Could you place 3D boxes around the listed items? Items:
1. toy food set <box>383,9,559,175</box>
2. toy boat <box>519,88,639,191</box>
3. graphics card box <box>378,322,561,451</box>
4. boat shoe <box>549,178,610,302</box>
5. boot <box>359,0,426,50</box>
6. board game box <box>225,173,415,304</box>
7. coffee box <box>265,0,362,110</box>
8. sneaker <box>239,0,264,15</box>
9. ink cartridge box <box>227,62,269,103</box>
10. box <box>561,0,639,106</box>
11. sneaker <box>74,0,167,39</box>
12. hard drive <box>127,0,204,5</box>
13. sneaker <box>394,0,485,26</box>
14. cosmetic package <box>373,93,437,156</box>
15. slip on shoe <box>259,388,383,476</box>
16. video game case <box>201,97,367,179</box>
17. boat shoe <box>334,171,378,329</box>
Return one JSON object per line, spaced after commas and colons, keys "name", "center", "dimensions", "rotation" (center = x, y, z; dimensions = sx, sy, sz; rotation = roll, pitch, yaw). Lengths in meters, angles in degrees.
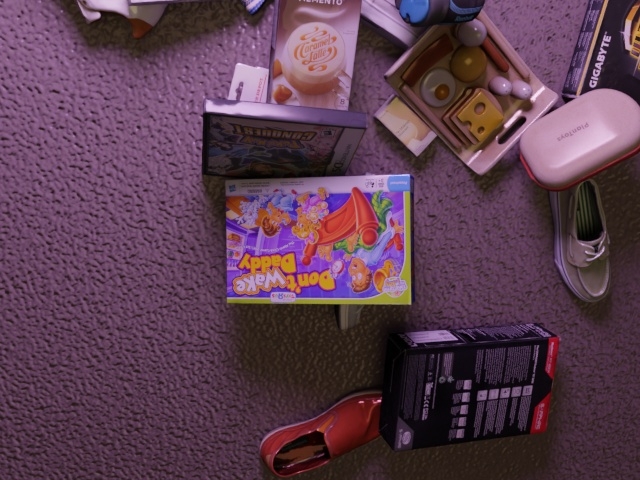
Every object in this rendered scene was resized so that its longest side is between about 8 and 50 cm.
{"name": "toy food set", "center": [0.289, -0.291, 1.368], "dimensions": [0.220, 0.092, 0.306], "rotation": [-46, 118, 7]}
{"name": "toy boat", "center": [0.509, -0.179, 1.395], "dimensions": [0.231, 0.151, 0.151], "rotation": [-28, 150, 17]}
{"name": "graphics card box", "center": [0.312, 0.304, 1.530], "dimensions": [0.370, 0.094, 0.233], "rotation": [-3, 107, -20]}
{"name": "boat shoe", "center": [0.542, 0.000, 1.505], "dimensions": [0.109, 0.094, 0.303], "rotation": [-21, 107, -1]}
{"name": "boot", "center": [0.096, -0.465, 1.325], "dimensions": [0.258, 0.095, 0.124], "rotation": [28, 94, -23]}
{"name": "board game box", "center": [0.000, 0.000, 1.355], "dimensions": [0.346, 0.078, 0.234], "rotation": [-1, 90, 12]}
{"name": "coffee box", "center": [-0.014, -0.336, 1.250], "dimensions": [0.141, 0.098, 0.247], "rotation": [2, 115, -8]}
{"name": "sneaker", "center": [-0.102, -0.476, 1.308], "dimensions": [0.058, 0.052, 0.135], "rotation": [38, 97, -11]}
{"name": "ink cartridge box", "center": [-0.082, -0.263, 1.365], "dimensions": [0.180, 0.060, 0.104], "rotation": [13, 104, -11]}
{"name": "box", "center": [0.643, -0.409, 1.414], "dimensions": [0.256, 0.079, 0.322], "rotation": [11, 104, -12]}
{"name": "sneaker", "center": [-0.411, -0.449, 1.244], "dimensions": [0.290, 0.106, 0.123], "rotation": [30, 97, -16]}
{"name": "hard drive", "center": [-0.248, -0.562, 1.224], "dimensions": [0.202, 0.040, 0.308], "rotation": [-13, 103, -25]}
{"name": "sneaker", "center": [0.171, -0.511, 1.259], "dimensions": [0.139, 0.125, 0.341], "rotation": [-6, 72, -28]}
{"name": "cosmetic package", "center": [0.165, -0.224, 1.419], "dimensions": [0.115, 0.041, 0.060], "rotation": [39, 98, -16]}
{"name": "slip on shoe", "center": [0.030, 0.417, 1.553], "dimensions": [0.331, 0.101, 0.123], "rotation": [-20, 106, -3]}
{"name": "video game case", "center": [-0.074, -0.169, 1.309], "dimensions": [0.274, 0.248, 0.035], "rotation": [4, 71, -9]}
{"name": "boat shoe", "center": [0.094, 0.029, 1.445], "dimensions": [0.103, 0.118, 0.321], "rotation": [11, 97, -6]}
